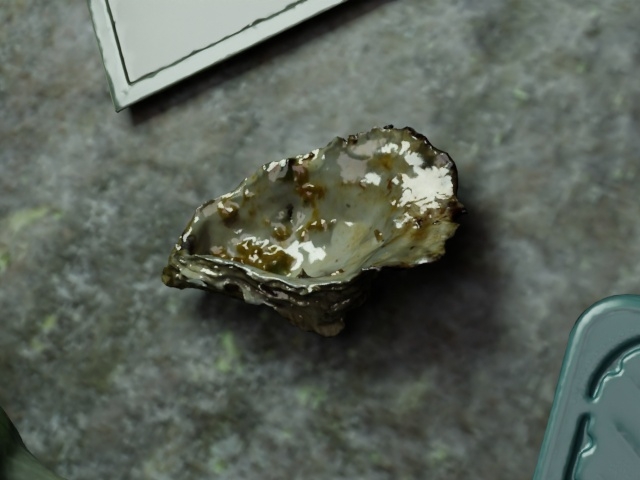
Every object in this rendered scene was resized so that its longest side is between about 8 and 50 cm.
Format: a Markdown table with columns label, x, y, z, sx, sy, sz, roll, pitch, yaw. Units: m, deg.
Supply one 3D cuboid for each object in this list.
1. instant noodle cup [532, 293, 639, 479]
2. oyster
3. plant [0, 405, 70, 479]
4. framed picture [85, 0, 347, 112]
| label | x | y | z | sx | sy | sz | roll | pitch | yaw |
| --- | --- | --- | --- | --- | --- | --- | --- | --- | --- |
| instant noodle cup | 0.174 | 0.125 | 0.713 | 0.157 | 0.070 | 0.179 | 11 | 75 | 25 |
| oyster | -0.007 | 0.000 | 0.848 | 0.177 | 0.056 | 0.105 | -19 | 53 | 15 |
| plant | -0.219 | 0.113 | 0.780 | 0.297 | 0.261 | 0.306 | -1 | 60 | 24 |
| framed picture | -0.067 | -0.218 | 0.978 | 0.197 | 0.014 | 0.252 | -24 | 63 | 14 |
